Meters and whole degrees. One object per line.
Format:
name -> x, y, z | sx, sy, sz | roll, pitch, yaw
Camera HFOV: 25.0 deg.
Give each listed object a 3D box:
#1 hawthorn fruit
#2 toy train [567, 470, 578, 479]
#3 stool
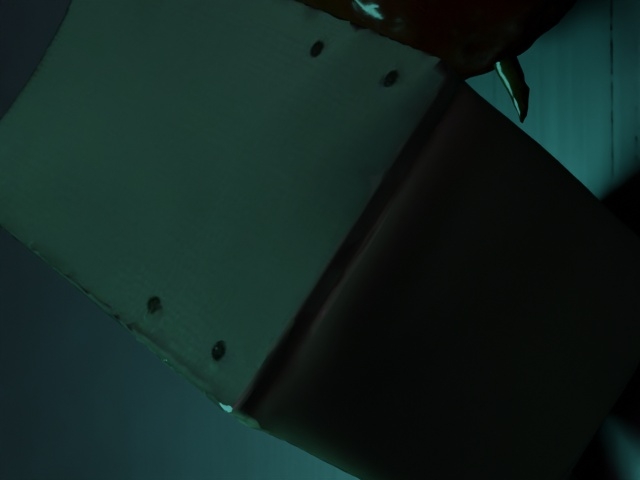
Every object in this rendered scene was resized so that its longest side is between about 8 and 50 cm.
hawthorn fruit -> 0.065, -0.154, 0.751 | 0.179, 0.179, 0.200 | -31, 82, 46
toy train -> 0.106, 0.120, 0.812 | 0.043, 0.047, 0.207 | -55, 52, 33
stool -> 0.000, 0.000, 0.739 | 0.269, 0.243, 0.170 | 30, 87, 44
